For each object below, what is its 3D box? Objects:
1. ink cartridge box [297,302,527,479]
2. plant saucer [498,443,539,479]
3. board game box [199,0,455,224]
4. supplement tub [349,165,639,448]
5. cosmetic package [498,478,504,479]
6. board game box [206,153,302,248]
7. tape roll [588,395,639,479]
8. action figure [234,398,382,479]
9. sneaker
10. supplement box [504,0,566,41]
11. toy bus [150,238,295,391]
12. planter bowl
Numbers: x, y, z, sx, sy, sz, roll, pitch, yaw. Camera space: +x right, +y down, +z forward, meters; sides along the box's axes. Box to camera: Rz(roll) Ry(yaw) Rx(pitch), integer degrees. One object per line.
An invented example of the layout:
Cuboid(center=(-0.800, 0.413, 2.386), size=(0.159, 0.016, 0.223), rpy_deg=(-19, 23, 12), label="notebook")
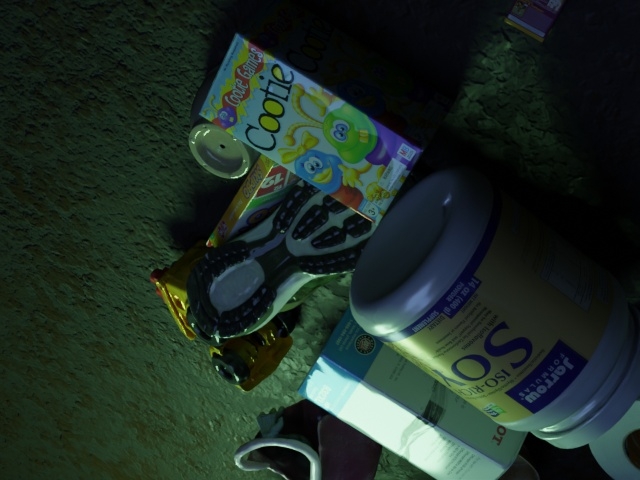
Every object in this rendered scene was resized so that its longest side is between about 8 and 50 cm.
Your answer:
Cuboid(center=(0.158, 0.196, 2.068), size=(0.307, 0.223, 0.129), rpy_deg=(32, 141, 3), label="ink cartridge box")
Cuboid(center=(0.258, 0.327, 2.248), size=(0.198, 0.036, 0.198), rpy_deg=(23, 157, 10), label="plant saucer")
Cuboid(center=(0.009, -0.174, 1.847), size=(0.275, 0.144, 0.142), rpy_deg=(32, 129, 2), label="board game box")
Cuboid(center=(0.228, 0.088, 1.769), size=(0.331, 0.241, 0.241), rpy_deg=(36, 141, -18), label="supplement tub")
Cuboid(center=(0.349, 0.616, 2.277), size=(0.393, 0.329, 0.327), rpy_deg=(7, 133, 30), label="cosmetic package")
Cuboid(center=(-0.070, -0.061, 2.047), size=(0.039, 0.124, 0.259), rpy_deg=(63, 145, 17), label="board game box")
Cuboid(center=(0.500, 0.284, 2.046), size=(0.219, 0.072, 0.219), rpy_deg=(19, 138, 18), label="tape roll")
Cuboid(center=(0.044, 0.429, 2.321), size=(0.248, 0.276, 0.370), rpy_deg=(-12, 101, 20), label="action figure")
Cuboid(center=(0.000, 0.000, 2.062), size=(0.410, 0.182, 0.158), rpy_deg=(-28, 82, 25), label="sneaker")
Cuboid(center=(0.259, -0.283, 1.665), size=(0.055, 0.043, 0.083), rpy_deg=(31, 141, 3), label="supplement box")
Cuboid(center=(-0.172, 0.110, 2.280), size=(0.211, 0.149, 0.220), rpy_deg=(17, 141, 39), label="toy bus")
Cuboid(center=(-0.117, -0.155, 1.993), size=(0.162, 0.109, 0.162), rpy_deg=(18, 138, 17), label="planter bowl")
